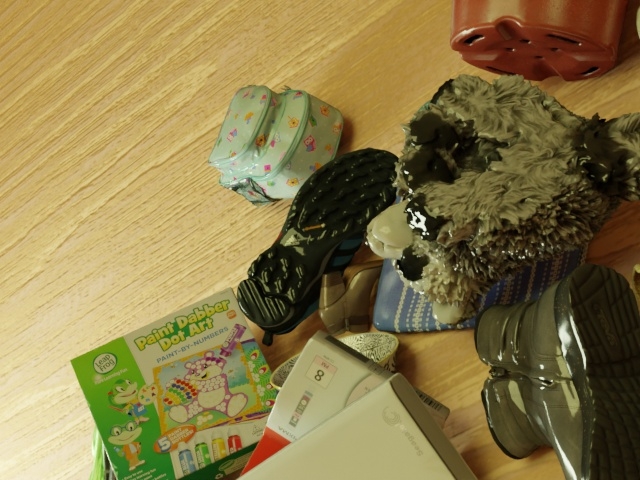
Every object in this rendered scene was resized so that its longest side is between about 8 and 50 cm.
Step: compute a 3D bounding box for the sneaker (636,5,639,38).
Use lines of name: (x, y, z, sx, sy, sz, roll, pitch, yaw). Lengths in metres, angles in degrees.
sneaker: (0.410, -0.229, 1.884, 0.070, 0.051, 0.134, -27, 51, 38)

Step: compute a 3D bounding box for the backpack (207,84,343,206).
backpack: (-0.063, -0.144, 2.364, 0.188, 0.144, 0.165, 2, 64, 50)

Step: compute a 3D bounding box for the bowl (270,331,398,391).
bowl: (0.029, 0.185, 2.055, 0.170, 0.080, 0.170, -18, 14, 4)

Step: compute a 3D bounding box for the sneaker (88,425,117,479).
sneaker: (-0.226, 0.356, 2.259, 0.202, 0.185, 0.482, 4, 64, 21)

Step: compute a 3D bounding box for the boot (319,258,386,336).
boot: (0.050, 0.077, 2.143, 0.042, 0.118, 0.087, -175, 73, -69)

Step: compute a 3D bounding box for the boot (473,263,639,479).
boot: (0.267, 0.208, 1.743, 0.223, 0.118, 0.338, 142, 130, -58)

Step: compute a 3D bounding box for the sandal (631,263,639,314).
sandal: (0.360, 0.059, 1.731, 0.240, 0.079, 0.088, -55, 35, 11)

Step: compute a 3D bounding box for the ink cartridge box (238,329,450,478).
ink cartridge box: (0.020, 0.252, 1.946, 0.232, 0.189, 0.066, -61, -9, 11)

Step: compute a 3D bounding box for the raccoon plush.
raccoon plush: (0.264, -0.004, 1.838, 0.446, 0.299, 0.216, 15, 63, 20)

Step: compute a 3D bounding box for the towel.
towel: (0.199, -0.007, 2.018, 0.336, 0.040, 0.243, -8, 63, 49)

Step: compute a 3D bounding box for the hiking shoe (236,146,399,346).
hiking shoe: (0.000, 0.000, 2.210, 0.113, 0.132, 0.304, 40, 79, 17)

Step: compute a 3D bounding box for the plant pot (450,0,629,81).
plant pot: (0.273, -0.348, 1.975, 0.272, 0.272, 0.265, -6, 71, 51)

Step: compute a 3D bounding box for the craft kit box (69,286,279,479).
craft kit box: (-0.184, 0.215, 2.203, 0.250, 0.061, 0.246, -25, 53, -6)

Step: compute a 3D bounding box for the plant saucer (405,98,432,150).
plant saucer: (0.152, -0.149, 2.191, 0.119, 0.021, 0.119, -30, 47, 38)

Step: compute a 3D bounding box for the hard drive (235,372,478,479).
hard drive: (0.038, 0.312, 1.911, 0.307, 0.040, 0.203, -37, 87, 33)
